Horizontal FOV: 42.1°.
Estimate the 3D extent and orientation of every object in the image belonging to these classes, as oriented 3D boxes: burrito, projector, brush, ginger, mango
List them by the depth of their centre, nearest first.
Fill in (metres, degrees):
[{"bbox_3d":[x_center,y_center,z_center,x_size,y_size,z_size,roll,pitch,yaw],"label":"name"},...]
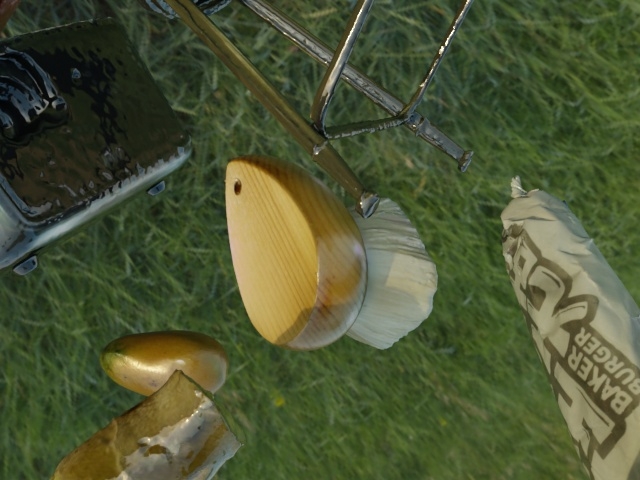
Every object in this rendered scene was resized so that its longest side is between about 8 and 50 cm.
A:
[{"bbox_3d":[-0.176,0.226,0.718,0.263,0.116,0.109,-48,165,1],"label":"ginger"},{"bbox_3d":[0.256,0.090,0.794,0.101,0.445,0.139,-13,131,2],"label":"burrito"},{"bbox_3d":[0.000,0.000,0.963,0.166,0.266,0.174,-2,142,-37],"label":"brush"},{"bbox_3d":[-0.427,-0.061,1.029,0.405,0.242,0.395,-26,-169,27],"label":"projector"},{"bbox_3d":[-0.268,0.217,1.449,0.221,0.120,0.151,1,154,12],"label":"mango"}]

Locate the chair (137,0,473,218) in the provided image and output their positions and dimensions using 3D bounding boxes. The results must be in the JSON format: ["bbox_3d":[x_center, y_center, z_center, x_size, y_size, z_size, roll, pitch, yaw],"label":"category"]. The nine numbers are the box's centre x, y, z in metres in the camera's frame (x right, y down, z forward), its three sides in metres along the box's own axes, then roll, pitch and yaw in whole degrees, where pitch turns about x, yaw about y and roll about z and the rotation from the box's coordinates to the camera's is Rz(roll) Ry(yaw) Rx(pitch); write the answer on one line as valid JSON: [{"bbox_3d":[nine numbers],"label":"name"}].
[{"bbox_3d":[0.023,-0.307,0.927,0.362,0.410,0.364,-26,144,-61],"label":"chair"}]

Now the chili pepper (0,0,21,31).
[{"bbox_3d":[-0.475,-0.303,1.089,0.144,0.136,0.252,8,136,-33],"label":"chili pepper"}]
